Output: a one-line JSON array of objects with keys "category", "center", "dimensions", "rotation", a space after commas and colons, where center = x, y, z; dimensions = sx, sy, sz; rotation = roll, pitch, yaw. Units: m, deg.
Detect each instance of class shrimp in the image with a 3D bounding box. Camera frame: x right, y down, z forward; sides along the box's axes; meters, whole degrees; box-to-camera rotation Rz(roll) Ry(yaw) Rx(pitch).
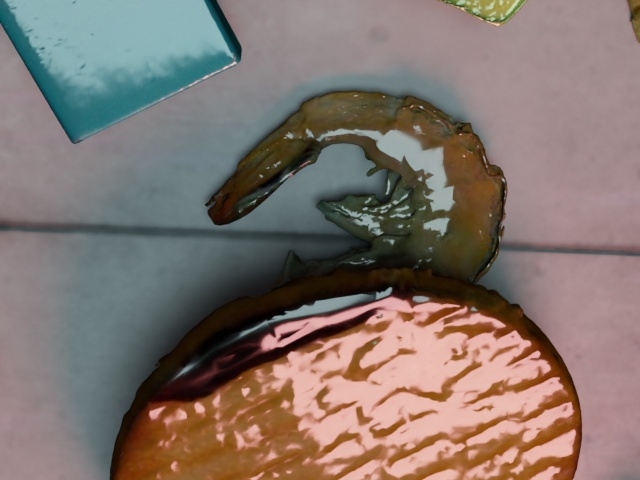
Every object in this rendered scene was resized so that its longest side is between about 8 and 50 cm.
[{"category": "shrimp", "center": [0.000, 0.000, 0.796], "dimensions": [0.253, 0.058, 0.173], "rotation": [-22, 103, 0]}]

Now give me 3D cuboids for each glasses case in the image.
[{"category": "glasses case", "center": [-0.163, -0.214, 0.696], "dimensions": [0.117, 0.070, 0.301], "rotation": [-24, 112, 7]}]

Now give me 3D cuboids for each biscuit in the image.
[{"category": "biscuit", "center": [0.020, 0.151, 0.818], "dimensions": [0.318, 0.040, 0.317], "rotation": [-5, 123, -8]}]

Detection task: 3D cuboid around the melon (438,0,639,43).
[{"category": "melon", "center": [0.167, -0.177, 0.756], "dimensions": [0.210, 0.064, 0.118], "rotation": [14, 105, -15]}]
